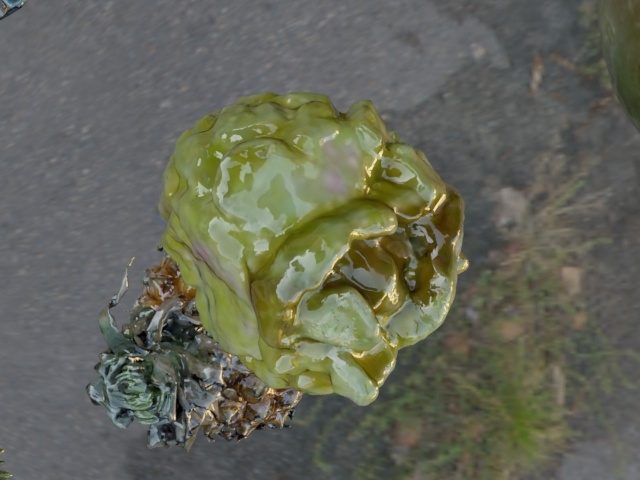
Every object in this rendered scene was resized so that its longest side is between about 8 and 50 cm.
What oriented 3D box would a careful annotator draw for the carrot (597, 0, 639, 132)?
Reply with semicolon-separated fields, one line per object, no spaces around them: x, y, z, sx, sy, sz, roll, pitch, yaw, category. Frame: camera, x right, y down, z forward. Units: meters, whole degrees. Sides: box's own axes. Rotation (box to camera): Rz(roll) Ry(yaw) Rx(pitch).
0.300;-0.221;1.099;0.224;0.224;0.341;17;65;-20;carrot

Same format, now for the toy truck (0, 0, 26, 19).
-0.184;-0.227;1.046;0.140;0.256;0.108;50;43;-23;toy truck

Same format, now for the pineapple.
-0.143;0.130;1.774;0.262;0.271;0.263;4;102;18;pineapple

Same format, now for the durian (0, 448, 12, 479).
-0.332;0.196;1.258;0.169;0.355;0.158;6;92;-40;durian

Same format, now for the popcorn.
0.000;0.000;1.235;0.212;0.259;0.259;-37;101;-22;popcorn
